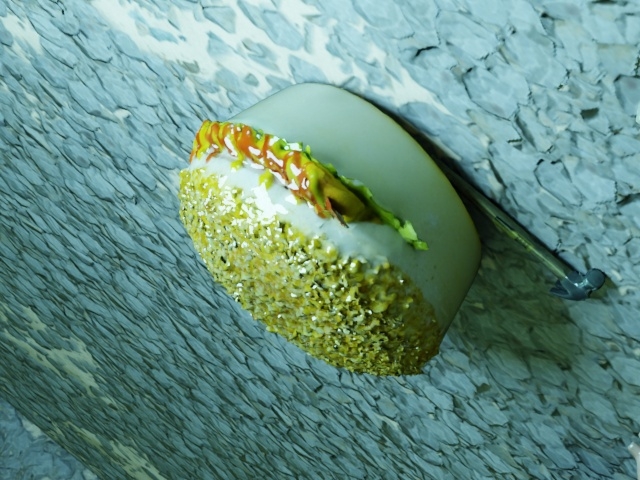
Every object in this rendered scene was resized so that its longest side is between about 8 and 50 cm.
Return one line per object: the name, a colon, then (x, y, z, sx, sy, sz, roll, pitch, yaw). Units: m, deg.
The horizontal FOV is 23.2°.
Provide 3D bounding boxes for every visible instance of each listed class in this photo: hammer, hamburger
hammer: (0.160, -0.011, 1.331, 0.182, 0.017, 0.062, 40, 157, 4)
hamburger: (0.000, 0.000, 1.379, 0.276, 0.179, 0.294, 22, 152, 45)

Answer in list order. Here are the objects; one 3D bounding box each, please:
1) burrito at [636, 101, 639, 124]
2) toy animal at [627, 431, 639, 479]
burrito: (0.247, -0.121, 0.968, 0.045, 0.041, 0.185, 46, 156, 10)
toy animal: (0.345, 0.222, 1.405, 0.150, 0.089, 0.083, 31, 176, 13)
